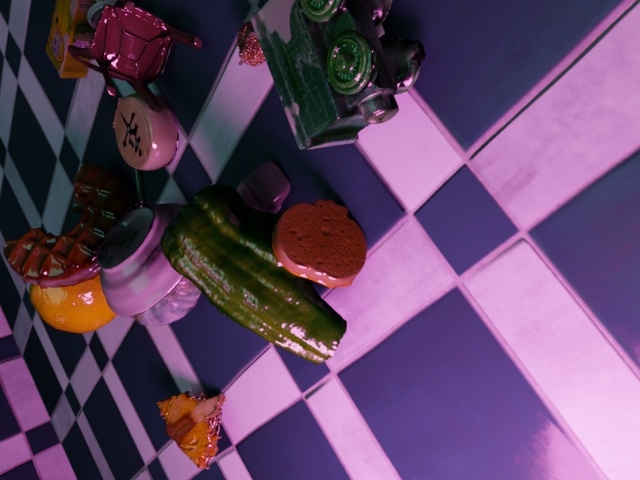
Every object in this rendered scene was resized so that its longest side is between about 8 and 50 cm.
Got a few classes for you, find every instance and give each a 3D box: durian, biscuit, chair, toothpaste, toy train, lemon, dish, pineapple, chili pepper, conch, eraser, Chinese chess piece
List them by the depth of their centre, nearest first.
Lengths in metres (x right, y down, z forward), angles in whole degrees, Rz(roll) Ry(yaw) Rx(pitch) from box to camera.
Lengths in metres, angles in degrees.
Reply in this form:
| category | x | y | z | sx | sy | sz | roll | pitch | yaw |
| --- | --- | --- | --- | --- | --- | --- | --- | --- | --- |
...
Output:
| category | x | y | z | sx | sy | sz | roll | pitch | yaw |
| --- | --- | --- | --- | --- | --- | --- | --- | --- | --- |
| toy train | 0.028 | -0.286 | 0.751 | 0.201 | 0.145 | 0.266 | -25 | 85 | 48 |
| biscuit | -0.002 | 0.002 | 0.860 | 0.170 | 0.170 | 0.050 | 57 | 143 | 14 |
| chili pepper | -0.105 | 0.050 | 0.912 | 0.385 | 0.213 | 0.167 | 41 | 126 | 0 |
| durian | -0.121 | -0.358 | 0.913 | 0.091 | 0.080 | 0.080 | -42 | 72 | 20 |
| eraser | -0.174 | -0.026 | 1.075 | 0.089 | 0.061 | 0.352 | 54 | 133 | 17 |
| chair | -0.427 | -0.425 | 1.114 | 0.326 | 0.175 | 0.183 | 40 | 107 | 43 |
| dish | -0.414 | 0.015 | 1.152 | 0.316 | 0.106 | 0.317 | -21 | 46 | 24 |
| Chinese chess piece | -0.432 | -0.266 | 1.231 | 0.188 | 0.083 | 0.189 | 11 | 107 | 40 |
| conch | -0.401 | 0.108 | 1.261 | 0.277 | 0.195 | 0.221 | -25 | 46 | 66 |
| pineapple | -0.307 | 0.482 | 1.340 | 0.249 | 0.164 | 0.140 | 23 | 157 | 41 |
| biscuit | -0.644 | -0.029 | 1.344 | 0.268 | 0.366 | 0.115 | 22 | 158 | 18 |
| toothpaste | -0.656 | -0.597 | 1.346 | 0.110 | 0.077 | 0.327 | 54 | 132 | 14 |
| lemon | -0.709 | 0.138 | 1.483 | 0.293 | 0.293 | 0.293 | 14 | 112 | 40 |

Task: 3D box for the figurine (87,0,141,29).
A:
| category | x | y | z | sx | sy | sz | roll | pitch | yaw |
| --- | --- | --- | --- | --- | --- | --- | --- | --- | --- |
| figurine | -0.482 | -0.576 | 1.176 | 0.132 | 0.132 | 0.154 | -24 | 73 | 44 |

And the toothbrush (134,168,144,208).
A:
| category | x | y | z | sx | sy | sz | roll | pitch | yaw |
| --- | --- | --- | --- | --- | --- | --- | --- | --- | --- |
| toothbrush | -0.493 | -0.119 | 1.376 | 0.024 | 0.018 | 0.257 | 20 | 116 | 45 |
